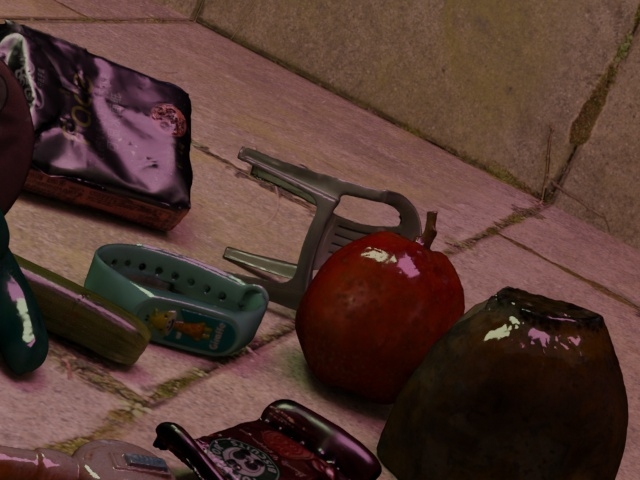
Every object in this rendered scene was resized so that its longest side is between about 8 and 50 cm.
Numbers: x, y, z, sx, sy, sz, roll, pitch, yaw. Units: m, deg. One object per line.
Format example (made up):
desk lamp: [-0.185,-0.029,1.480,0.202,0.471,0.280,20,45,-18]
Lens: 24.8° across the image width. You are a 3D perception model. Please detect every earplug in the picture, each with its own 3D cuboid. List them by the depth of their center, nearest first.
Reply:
earplug: [-0.400,-0.001,1.482,0.164,0.257,0.280,7,0,42]

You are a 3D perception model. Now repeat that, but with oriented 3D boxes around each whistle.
whistle: [-0.219,0.214,1.322,0.220,0.057,0.107,13,20,-27]

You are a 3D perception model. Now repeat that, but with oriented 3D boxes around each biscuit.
biscuit: [-0.058,0.228,1.487,0.151,0.063,0.235,33,21,29]

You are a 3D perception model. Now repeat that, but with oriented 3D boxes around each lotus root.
lotus root: [0.225,0.192,1.647,0.267,0.260,0.149,30,18,17]

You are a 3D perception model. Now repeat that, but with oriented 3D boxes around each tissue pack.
tissue pack: [-0.341,-0.158,2.084,0.332,0.123,0.245,18,47,-25]

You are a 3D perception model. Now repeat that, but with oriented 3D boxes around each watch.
watch: [-0.175,0.074,1.812,0.237,0.068,0.195,15,16,-18]

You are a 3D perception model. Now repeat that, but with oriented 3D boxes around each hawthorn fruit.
hawthorn fruit: [0.085,0.076,1.824,0.205,0.253,0.205,23,16,-7]

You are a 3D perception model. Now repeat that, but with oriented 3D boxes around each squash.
squash: [-0.299,0.073,1.638,0.229,0.066,0.066,27,16,2]

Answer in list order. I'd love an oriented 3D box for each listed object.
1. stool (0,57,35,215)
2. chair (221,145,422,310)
stool: [-0.483,-0.125,1.687,0.272,0.272,0.178,16,6,-27]
chair: [0.000,0.000,2.051,0.275,0.203,0.190,21,5,6]
